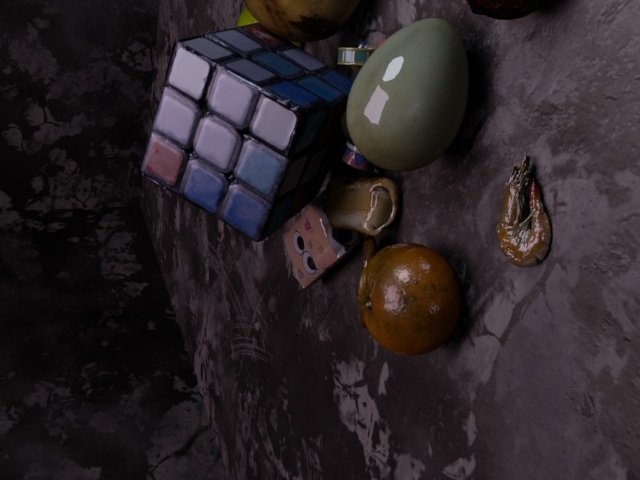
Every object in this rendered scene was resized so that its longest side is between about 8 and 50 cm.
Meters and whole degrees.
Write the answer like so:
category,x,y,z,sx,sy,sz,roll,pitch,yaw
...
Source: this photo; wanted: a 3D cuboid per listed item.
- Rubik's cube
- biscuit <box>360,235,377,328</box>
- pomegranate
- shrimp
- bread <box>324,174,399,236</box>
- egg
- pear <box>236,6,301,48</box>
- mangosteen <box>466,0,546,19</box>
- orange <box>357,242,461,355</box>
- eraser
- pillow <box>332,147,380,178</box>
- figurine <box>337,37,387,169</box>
category,x,y,z,sx,sy,sz,roll,pitch,yaw
Rubik's cube,-0.149,-0.259,1.753,0.362,0.359,0.363,29,122,11
biscuit,0.110,0.094,1.707,0.212,0.036,0.212,2,-90,-86
pomegranate,-0.040,-0.619,1.744,0.322,0.322,0.322,176,90,-65
shrimp,0.345,-0.049,1.270,0.101,0.042,0.190,6,99,44
bread,0.094,-0.084,1.736,0.225,0.081,0.134,13,98,51
egg,0.168,-0.272,1.410,0.218,0.218,0.295,51,128,52
pear,-0.145,-0.568,2.171,0.239,0.139,0.288,49,139,40
mangosteen,0.296,-0.428,1.199,0.184,0.172,0.172,77,-176,-79
orange,0.171,0.117,1.509,0.240,0.171,0.240,14,105,63
eraser,0.000,0.000,1.962,0.290,0.087,0.171,-44,64,59
pillow,0.084,-0.177,1.817,0.203,0.038,0.113,-35,65,62
figurine,0.109,-0.287,1.604,0.161,0.158,0.276,-151,61,-72
